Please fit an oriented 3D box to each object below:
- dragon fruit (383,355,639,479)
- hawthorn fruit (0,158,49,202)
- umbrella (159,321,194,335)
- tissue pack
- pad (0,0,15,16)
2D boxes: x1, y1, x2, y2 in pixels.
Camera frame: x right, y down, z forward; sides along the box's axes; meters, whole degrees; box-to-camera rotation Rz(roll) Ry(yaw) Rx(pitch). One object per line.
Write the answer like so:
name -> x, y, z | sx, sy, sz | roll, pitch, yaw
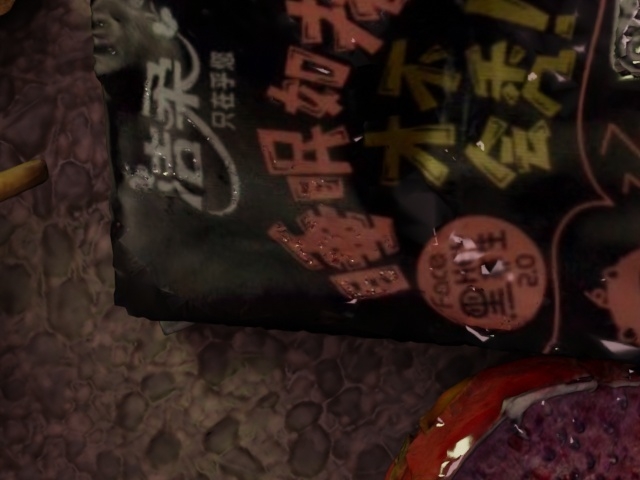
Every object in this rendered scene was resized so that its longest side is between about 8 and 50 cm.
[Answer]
dragon fruit -> 0.105, 0.149, 0.864 | 0.218, 0.148, 0.223 | 43, 78, -21
hawthorn fruit -> -0.285, 0.021, 0.846 | 0.330, 0.287, 0.287 | -19, 81, -13
umbrella -> 0.000, 0.000, 0.931 | 0.188, 0.050, 0.046 | -24, 101, 1
tissue pack -> 0.064, -0.074, 0.788 | 0.332, 0.123, 0.245 | 5, 109, 17
pad -> -0.273, -0.131, 0.829 | 0.250, 0.323, 0.055 | 2, 94, -1
